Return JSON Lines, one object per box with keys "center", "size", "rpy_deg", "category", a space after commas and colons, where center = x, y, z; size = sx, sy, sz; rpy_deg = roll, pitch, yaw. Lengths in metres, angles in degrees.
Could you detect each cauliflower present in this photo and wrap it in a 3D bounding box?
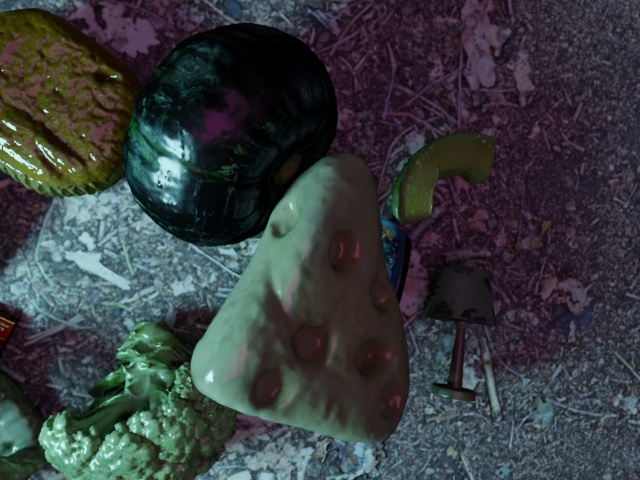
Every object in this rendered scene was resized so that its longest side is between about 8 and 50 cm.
{"center": [-0.261, 0.249, 0.763], "size": [0.275, 0.272, 0.250], "rpy_deg": [-2, 57, -9], "category": "cauliflower"}

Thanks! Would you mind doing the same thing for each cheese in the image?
{"center": [0.036, 0.097, 0.693], "size": [0.328, 0.129, 0.351], "rpy_deg": [39, 69, -32], "category": "cheese"}

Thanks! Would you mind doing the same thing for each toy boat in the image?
{"center": [0.078, 0.074, 0.834], "size": [0.097, 0.100, 0.223], "rpy_deg": [16, 91, -29], "category": "toy boat"}

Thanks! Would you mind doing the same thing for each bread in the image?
{"center": [-0.380, -0.186, 0.730], "size": [0.253, 0.142, 0.227], "rpy_deg": [44, 81, -8], "category": "bread"}

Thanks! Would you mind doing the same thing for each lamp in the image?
{"center": [0.230, 0.152, 0.855], "size": [0.121, 0.121, 0.215], "rpy_deg": [11, 83, -9], "category": "lamp"}

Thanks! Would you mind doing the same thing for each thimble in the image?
{"center": [-0.515, 0.281, 0.720], "size": [0.148, 0.196, 0.229], "rpy_deg": [-33, 113, -3], "category": "thimble"}

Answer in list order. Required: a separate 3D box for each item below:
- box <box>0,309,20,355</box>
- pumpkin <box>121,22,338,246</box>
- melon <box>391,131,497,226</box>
{"center": [-0.517, 0.150, 0.799], "size": [0.051, 0.023, 0.082], "rpy_deg": [29, 90, -9], "category": "box"}
{"center": [-0.129, -0.145, 0.698], "size": [0.238, 0.315, 0.315], "rpy_deg": [35, 90, 7], "category": "pumpkin"}
{"center": [0.202, -0.112, 0.860], "size": [0.209, 0.064, 0.118], "rpy_deg": [-21, 97, -8], "category": "melon"}
